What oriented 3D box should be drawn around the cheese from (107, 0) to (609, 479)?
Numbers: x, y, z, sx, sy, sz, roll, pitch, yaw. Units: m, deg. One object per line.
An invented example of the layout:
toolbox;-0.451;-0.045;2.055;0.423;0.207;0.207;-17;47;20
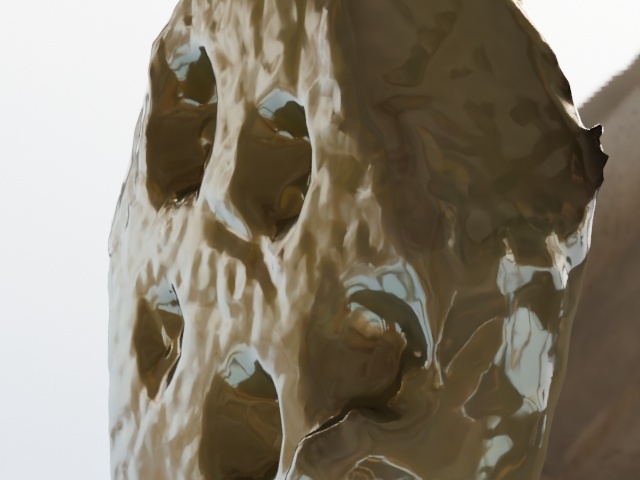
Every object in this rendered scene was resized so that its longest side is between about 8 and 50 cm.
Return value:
cheese;0.000;0.000;0.662;0.115;0.326;0.318;7;-164;-26
